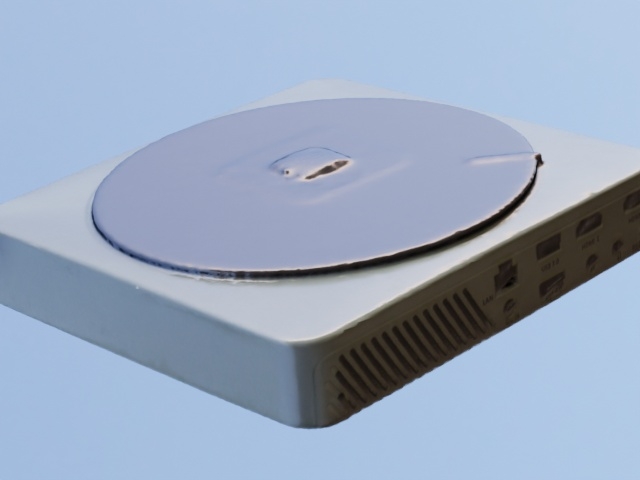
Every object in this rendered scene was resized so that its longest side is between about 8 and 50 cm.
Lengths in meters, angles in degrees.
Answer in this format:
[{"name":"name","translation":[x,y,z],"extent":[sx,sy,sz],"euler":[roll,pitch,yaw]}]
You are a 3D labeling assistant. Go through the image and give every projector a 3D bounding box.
[{"name":"projector","translation":[0.000,0.000,0.945],"extent":[0.257,0.259,0.079],"euler":[-26,-61,-36]}]
